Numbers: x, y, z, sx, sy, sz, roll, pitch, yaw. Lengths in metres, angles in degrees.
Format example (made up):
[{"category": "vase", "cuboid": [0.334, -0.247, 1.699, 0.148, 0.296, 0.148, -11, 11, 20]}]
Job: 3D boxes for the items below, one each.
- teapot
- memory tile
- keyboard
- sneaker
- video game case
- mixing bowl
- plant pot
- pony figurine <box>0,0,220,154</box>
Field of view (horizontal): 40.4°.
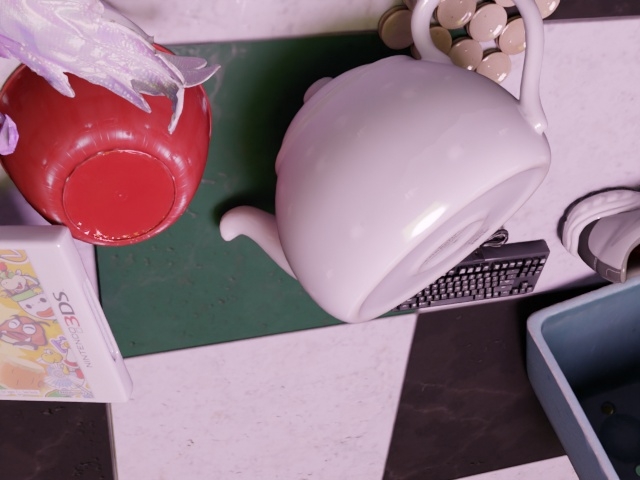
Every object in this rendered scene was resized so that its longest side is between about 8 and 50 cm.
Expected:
[{"category": "teapot", "cuboid": [0.056, -0.068, 0.735, 0.256, 0.187, 0.252, -32, 164, -19]}, {"category": "memory tile", "cuboid": [0.131, -0.199, 0.764, 0.148, 0.012, 0.113, 14, 122, -32]}, {"category": "keyboard", "cuboid": [0.170, 0.033, 0.968, 0.180, 0.023, 0.108, -7, 130, -18]}, {"category": "sneaker", "cuboid": [0.409, -0.020, 0.963, 0.271, 0.108, 0.100, -21, 131, -7]}, {"category": "video game case", "cuboid": [-0.295, 0.069, 0.745, 0.226, 0.026, 0.206, 0, 134, 9]}, {"category": "mixing bowl", "cuboid": [-0.166, -0.063, 0.699, 0.181, 0.098, 0.181, -12, 131, -14]}, {"category": "plant pot", "cuboid": [0.401, 0.207, 1.070, 0.247, 0.248, 0.252, -19, 151, -6]}, {"category": "pony figurine", "cuboid": [-0.257, -0.129, 0.495, 0.351, 0.303, 0.363, 37, 92, -13]}]
